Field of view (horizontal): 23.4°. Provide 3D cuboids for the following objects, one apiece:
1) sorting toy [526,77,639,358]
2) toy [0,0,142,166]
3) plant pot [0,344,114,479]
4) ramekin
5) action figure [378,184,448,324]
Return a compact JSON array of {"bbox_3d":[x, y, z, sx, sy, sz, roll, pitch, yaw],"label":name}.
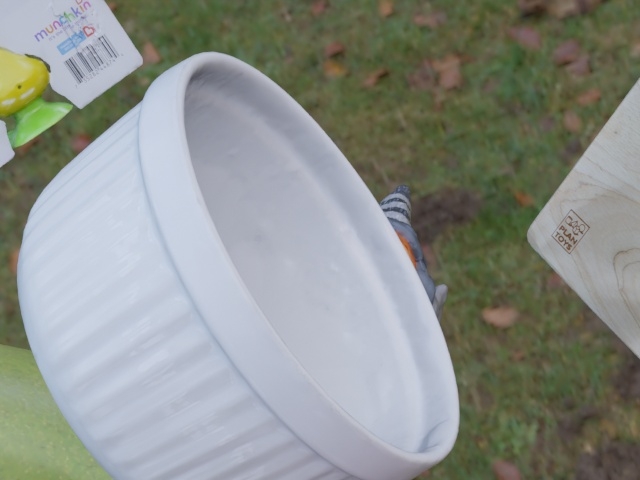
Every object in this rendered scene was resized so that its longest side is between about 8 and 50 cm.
[{"bbox_3d":[0.300,-0.019,0.987,0.255,0.089,0.257,-55,45,18],"label":"sorting toy"},{"bbox_3d":[-0.218,-0.153,0.820,0.137,0.237,0.056,-38,14,-16],"label":"toy"},{"bbox_3d":[-0.211,0.167,0.936,0.276,0.254,0.276,-39,39,41],"label":"plant pot"},{"bbox_3d":[-0.039,0.031,0.685,0.109,0.207,0.207,-32,42,19],"label":"ramekin"},{"bbox_3d":[0.000,0.000,1.315,0.178,0.341,0.330,-46,3,2],"label":"action figure"}]
